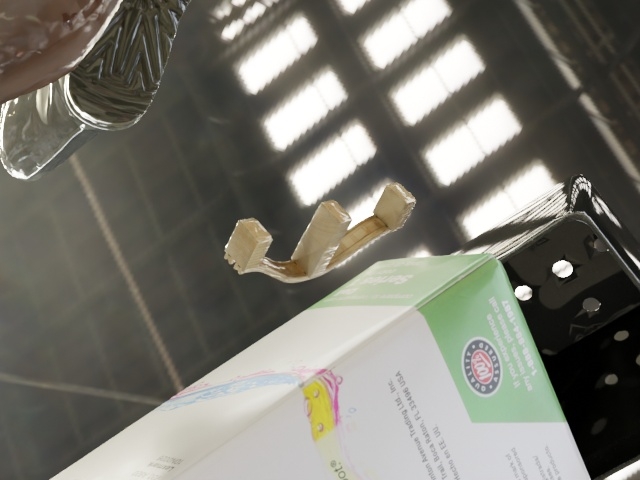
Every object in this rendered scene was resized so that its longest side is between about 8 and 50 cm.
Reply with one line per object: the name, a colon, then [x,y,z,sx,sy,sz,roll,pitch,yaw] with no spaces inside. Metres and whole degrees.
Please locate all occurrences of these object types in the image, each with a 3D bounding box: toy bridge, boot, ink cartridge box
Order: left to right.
boot: [-0.132,-0.131,0.848,0.190,0.076,0.208,-66,-166,-12]
toy bridge: [0.000,0.000,1.038,0.026,0.188,0.063,45,-54,25]
ink cartridge box: [0.003,0.159,0.721,0.117,0.278,0.201,-4,-66,56]

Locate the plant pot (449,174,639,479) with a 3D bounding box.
plant pot: [0.179,0.057,1.044,0.188,0.187,0.167,-35,-165,27]

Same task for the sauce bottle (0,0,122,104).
sauce bottle: [-0.107,-0.139,0.516,0.111,0.111,0.344,6,-122,42]
